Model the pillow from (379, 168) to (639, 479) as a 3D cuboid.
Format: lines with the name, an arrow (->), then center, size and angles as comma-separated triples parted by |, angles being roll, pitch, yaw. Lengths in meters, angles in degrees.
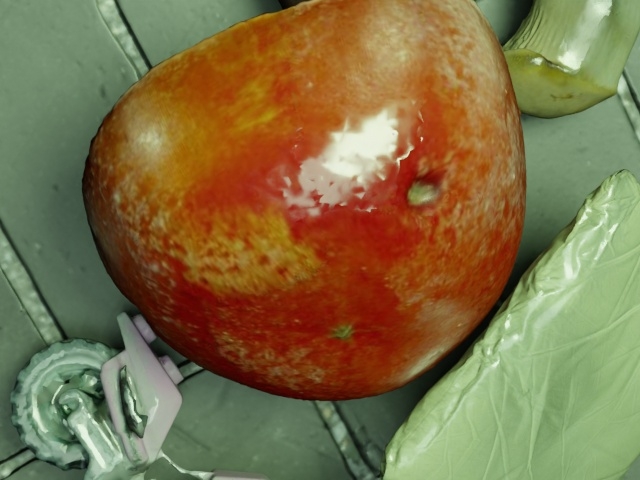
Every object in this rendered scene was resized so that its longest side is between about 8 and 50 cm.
pillow -> 0.195, 0.104, 0.851 | 0.274, 0.076, 0.280 | -54, 137, 5

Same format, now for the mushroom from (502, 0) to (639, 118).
mushroom -> 0.223, -0.244, 0.813 | 0.159, 0.122, 0.329 | 18, 99, 0

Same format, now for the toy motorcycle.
toy motorcycle -> -0.090, 0.199, 0.861 | 0.188, 0.143, 0.327 | -32, 88, -8

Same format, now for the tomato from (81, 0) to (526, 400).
tomato -> 0.008, 0.006, 0.746 | 0.338, 0.144, 0.338 | -10, 139, -9

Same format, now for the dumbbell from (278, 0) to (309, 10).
dumbbell -> -0.011, -0.193, 0.794 | 0.140, 0.124, 0.225 | -31, 102, -1
